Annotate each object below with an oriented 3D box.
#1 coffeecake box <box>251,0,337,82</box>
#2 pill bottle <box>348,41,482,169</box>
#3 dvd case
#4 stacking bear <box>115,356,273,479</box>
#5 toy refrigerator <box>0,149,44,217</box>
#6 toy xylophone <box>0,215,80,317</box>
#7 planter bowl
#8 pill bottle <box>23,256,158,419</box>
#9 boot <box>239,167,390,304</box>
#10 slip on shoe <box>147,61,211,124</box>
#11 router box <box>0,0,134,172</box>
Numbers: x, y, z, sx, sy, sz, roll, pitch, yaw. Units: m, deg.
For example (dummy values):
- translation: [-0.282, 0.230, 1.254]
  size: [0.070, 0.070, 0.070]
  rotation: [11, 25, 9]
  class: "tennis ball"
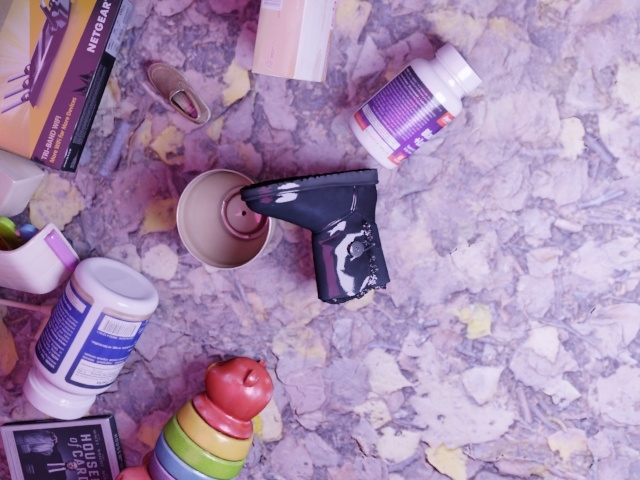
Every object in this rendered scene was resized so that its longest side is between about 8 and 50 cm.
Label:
- translation: [-0.035, -0.315, 1.216]
  size: [0.068, 0.185, 0.142]
  rotation: [11, 101, 12]
  class: "coffeecake box"
- translation: [0.146, -0.207, 1.227]
  size: [0.193, 0.108, 0.108]
  rotation: [-40, 88, 18]
  class: "pill bottle"
- translation: [-0.486, 0.427, 1.540]
  size: [0.239, 0.029, 0.179]
  rotation: [-8, 98, 16]
  class: "dvd case"
- translation: [-0.189, 0.325, 1.385]
  size: [0.164, 0.175, 0.289]
  rotation: [35, 98, 9]
  class: "stacking bear"
- translation: [-0.635, -0.164, 1.450]
  size: [0.269, 0.094, 0.102]
  rotation: [41, 114, 6]
  class: "toy refrigerator"
- translation: [-0.577, 0.030, 1.426]
  size: [0.323, 0.081, 0.236]
  rotation: [14, 146, 15]
  class: "toy xylophone"
- translation: [-0.140, -0.041, 1.328]
  size: [0.162, 0.109, 0.162]
  rotation: [3, 100, 16]
  class: "planter bowl"
- translation: [-0.407, 0.174, 1.412]
  size: [0.153, 0.153, 0.264]
  rotation: [34, 105, 7]
  class: "pill bottle"
- translation: [0.000, 0.000, 1.252]
  size: [0.094, 0.246, 0.207]
  rotation: [3, 100, 56]
  class: "boot"
- translation: [-0.242, -0.248, 1.357]
  size: [0.051, 0.041, 0.135]
  rotation: [-42, 87, 17]
  class: "slip on shoe"
- translation: [-0.481, -0.297, 1.343]
  size: [0.243, 0.081, 0.308]
  rotation: [20, 92, 1]
  class: "router box"
